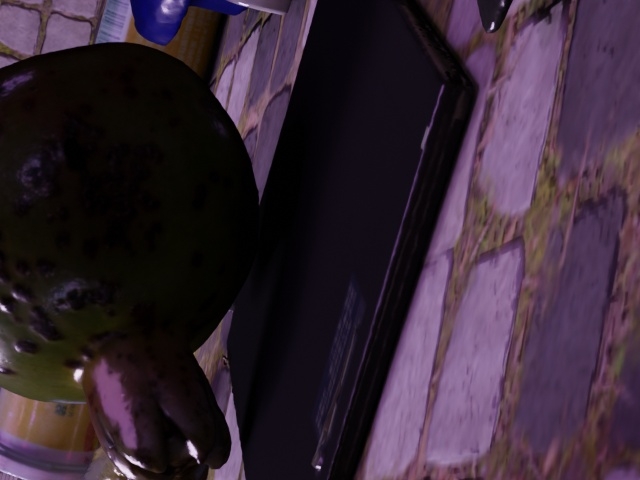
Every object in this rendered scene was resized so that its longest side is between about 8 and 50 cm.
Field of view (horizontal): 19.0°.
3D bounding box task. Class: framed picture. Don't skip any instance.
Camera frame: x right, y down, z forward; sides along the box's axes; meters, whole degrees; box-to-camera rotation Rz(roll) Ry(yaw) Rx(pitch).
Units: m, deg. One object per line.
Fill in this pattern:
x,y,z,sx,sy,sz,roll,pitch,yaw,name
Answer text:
0.000,0.000,0.890,0.338,0.014,0.255,-107,32,-70,framed picture

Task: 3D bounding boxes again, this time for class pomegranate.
-0.112,0.015,0.985,0.247,0.202,0.202,63,150,24,pomegranate

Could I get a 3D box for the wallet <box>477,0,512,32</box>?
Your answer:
0.087,-0.202,0.616,0.168,0.052,0.245,-91,14,-51,wallet

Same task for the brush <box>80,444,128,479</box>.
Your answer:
-0.140,0.208,1.209,0.068,0.060,0.296,-95,21,-51,brush

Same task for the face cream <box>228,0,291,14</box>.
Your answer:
-0.018,-0.227,1.138,0.072,0.051,0.182,-133,56,-74,face cream

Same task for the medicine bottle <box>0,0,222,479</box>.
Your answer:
-0.167,-0.019,1.515,0.108,0.108,0.426,-124,50,-75,medicine bottle

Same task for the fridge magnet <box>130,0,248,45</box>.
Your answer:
-0.071,-0.258,1.279,0.265,0.113,0.265,-166,90,-79,fridge magnet
